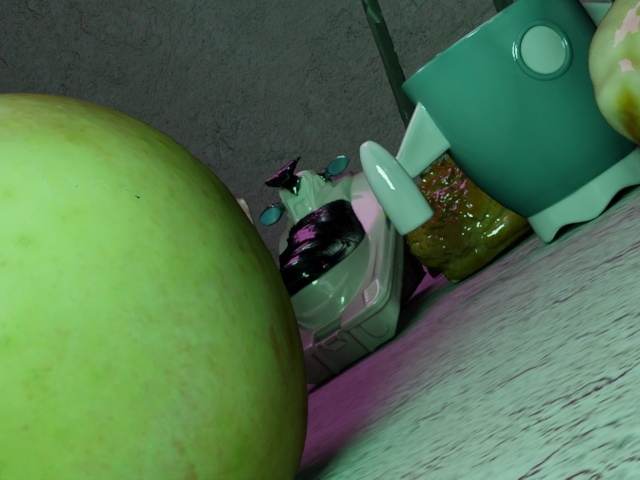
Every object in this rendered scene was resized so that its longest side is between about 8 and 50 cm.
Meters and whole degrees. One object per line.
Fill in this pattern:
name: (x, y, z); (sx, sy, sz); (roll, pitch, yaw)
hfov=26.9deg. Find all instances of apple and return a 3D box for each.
apple: (-0.165, 0.082, 0.711); (0.319, 0.277, 0.319); (-31, -10, -6)

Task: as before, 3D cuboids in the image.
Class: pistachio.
pistachio: (0.259, -0.124, 0.885); (0.215, 0.144, 0.144); (-22, -9, -45)

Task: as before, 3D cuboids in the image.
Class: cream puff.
cream puff: (0.140, -0.031, 1.249); (0.144, 0.103, 0.126); (-40, 2, -10)

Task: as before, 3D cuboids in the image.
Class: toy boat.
toy boat: (0.004, 0.007, 1.244); (0.141, 0.141, 0.269); (-34, 35, 22)

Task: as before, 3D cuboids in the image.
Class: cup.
cup: (0.176, -0.097, 1.079); (0.300, 0.173, 0.167); (-35, 1, -12)

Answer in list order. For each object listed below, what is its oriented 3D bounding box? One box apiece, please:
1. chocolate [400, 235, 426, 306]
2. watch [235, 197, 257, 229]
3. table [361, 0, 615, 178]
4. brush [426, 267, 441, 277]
chocolate: (-0.004, 0.069, 1.374); (0.248, 0.110, 0.110); (-34, 0, -4)
watch: (-0.162, 0.093, 1.548); (0.241, 0.253, 0.162); (-19, 30, 0)
table: (0.242, -0.254, 1.352); (0.335, 0.272, 0.222); (-14, -10, -29)
brush: (0.177, -0.014, 1.500); (0.027, 0.034, 0.190); (-20, 10, 46)
